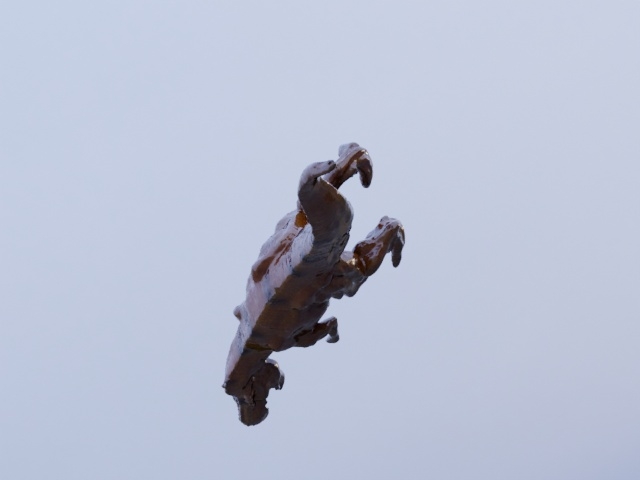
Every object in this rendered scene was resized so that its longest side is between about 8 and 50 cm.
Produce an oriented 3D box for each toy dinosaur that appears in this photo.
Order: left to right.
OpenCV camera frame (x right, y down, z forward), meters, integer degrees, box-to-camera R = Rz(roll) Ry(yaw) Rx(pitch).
[{"bbox_3d":[0.000,0.000,1.466,0.208,0.097,0.432,-46,-17,-36],"label":"toy dinosaur"}]
